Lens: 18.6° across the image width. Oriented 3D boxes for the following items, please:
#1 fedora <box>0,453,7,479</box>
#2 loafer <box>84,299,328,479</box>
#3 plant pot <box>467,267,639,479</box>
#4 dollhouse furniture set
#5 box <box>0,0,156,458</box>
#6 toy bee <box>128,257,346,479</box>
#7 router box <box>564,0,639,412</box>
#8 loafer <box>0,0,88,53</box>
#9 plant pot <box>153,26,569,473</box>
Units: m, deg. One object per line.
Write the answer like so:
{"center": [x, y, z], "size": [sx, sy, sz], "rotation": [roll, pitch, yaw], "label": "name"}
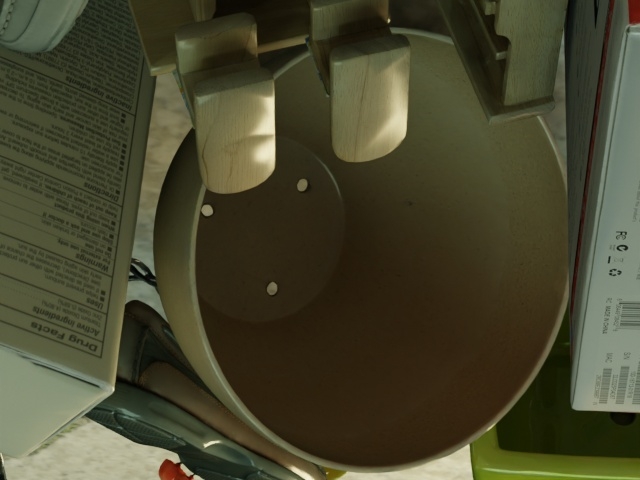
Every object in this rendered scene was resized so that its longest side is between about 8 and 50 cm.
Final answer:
{"center": [-0.233, 0.028, 1.388], "size": [0.152, 0.334, 0.334], "rotation": [-22, 148, -14], "label": "fedora"}
{"center": [-0.066, 0.124, 1.386], "size": [0.096, 0.084, 0.267], "rotation": [4, 160, 35], "label": "loafer"}
{"center": [0.223, 0.107, 1.447], "size": [0.228, 0.227, 0.207], "rotation": [2, 152, 5], "label": "plant pot"}
{"center": [0.012, -0.136, 1.130], "size": [0.242, 0.212, 0.161], "rotation": [-13, 147, -9], "label": "dollhouse furniture set"}
{"center": [-0.195, -0.041, 1.204], "size": [0.148, 0.311, 0.121], "rotation": [24, 142, -25], "label": "box"}
{"center": [-0.058, 0.134, 1.573], "size": [0.298, 0.162, 0.195], "rotation": [25, -174, -13], "label": "toy bee"}
{"center": [0.182, -0.118, 1.046], "size": [0.082, 0.301, 0.335], "rotation": [1, 146, 4], "label": "router box"}
{"center": [-0.164, -0.238, 1.055], "size": [0.111, 0.112, 0.319], "rotation": [-4, 132, -21], "label": "loafer"}
{"center": [0.000, 0.000, 1.314], "size": [0.284, 0.284, 0.191], "rotation": [28, 171, -29], "label": "plant pot"}
